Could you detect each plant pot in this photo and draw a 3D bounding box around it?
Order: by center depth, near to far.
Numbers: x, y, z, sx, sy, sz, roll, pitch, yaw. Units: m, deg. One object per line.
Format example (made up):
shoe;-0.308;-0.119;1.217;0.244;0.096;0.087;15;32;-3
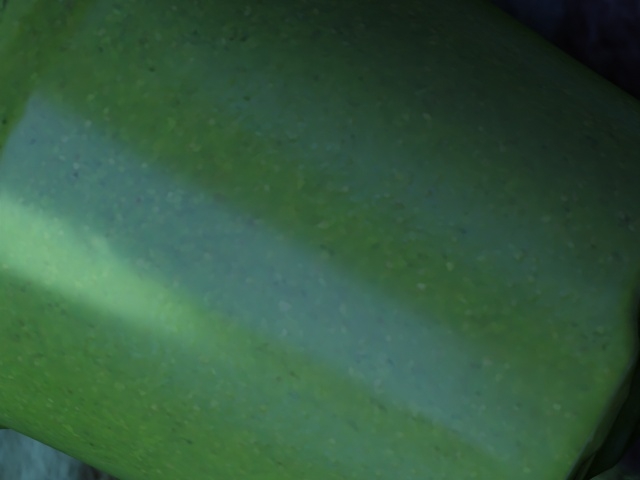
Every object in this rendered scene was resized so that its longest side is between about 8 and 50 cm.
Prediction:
plant pot;0.000;0.000;0.536;0.254;0.276;0.276;29;112;17
